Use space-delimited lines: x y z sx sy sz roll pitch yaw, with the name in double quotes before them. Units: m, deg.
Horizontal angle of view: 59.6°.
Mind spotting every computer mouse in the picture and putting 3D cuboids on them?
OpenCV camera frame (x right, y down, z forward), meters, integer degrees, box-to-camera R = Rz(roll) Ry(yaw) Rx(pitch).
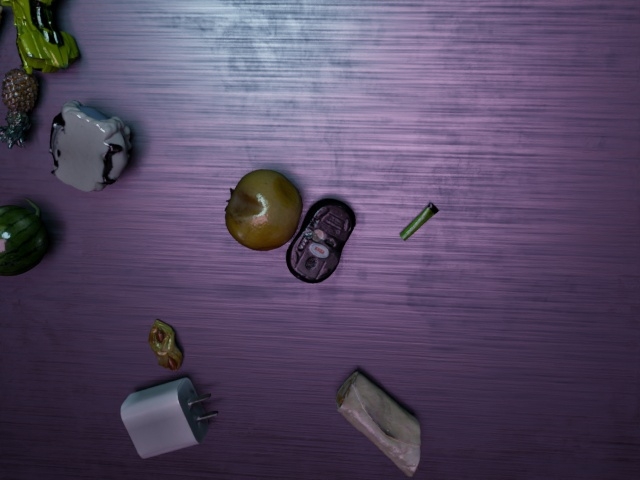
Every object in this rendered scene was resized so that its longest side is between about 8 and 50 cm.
"computer mouse" 0.000 0.000 1.482 0.137 0.096 0.233 32 92 -17

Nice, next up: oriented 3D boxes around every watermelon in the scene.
"watermelon" -0.829 -0.006 1.511 0.188 0.214 0.188 21 138 20

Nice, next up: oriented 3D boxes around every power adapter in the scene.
"power adapter" -0.427 0.513 1.640 0.255 0.124 0.187 -17 104 10

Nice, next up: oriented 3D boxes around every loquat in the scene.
"loquat" -0.148 -0.076 1.421 0.213 0.213 0.213 1 105 4

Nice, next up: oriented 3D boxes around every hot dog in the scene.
"hot dog" -0.450 0.312 1.619 0.078 0.061 0.168 -20 103 8

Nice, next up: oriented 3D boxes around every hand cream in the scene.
"hand cream" 0.261 -0.047 1.486 0.122 0.023 0.036 -44 118 13

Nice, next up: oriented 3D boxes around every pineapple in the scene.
"pineapple" -0.794 -0.353 1.459 0.103 0.083 0.221 22 106 11

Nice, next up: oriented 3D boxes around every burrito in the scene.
"burrito" 0.174 0.519 1.592 0.299 0.143 0.105 42 137 -2

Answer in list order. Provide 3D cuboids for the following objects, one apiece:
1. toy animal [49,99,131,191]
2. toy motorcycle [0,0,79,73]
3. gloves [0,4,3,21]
"toy animal" -0.584 -0.248 1.435 0.204 0.156 0.208 21 122 -5
"toy motorcycle" -0.687 -0.587 1.361 0.206 0.142 0.342 7 110 42
"gloves" -0.924 -0.536 1.384 0.203 0.155 0.356 27 102 -7
